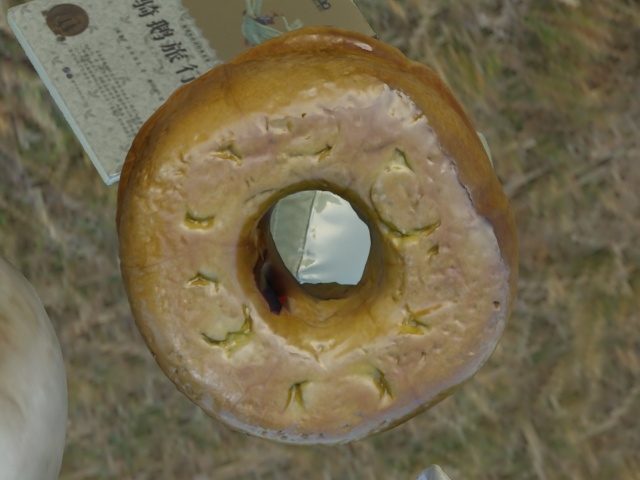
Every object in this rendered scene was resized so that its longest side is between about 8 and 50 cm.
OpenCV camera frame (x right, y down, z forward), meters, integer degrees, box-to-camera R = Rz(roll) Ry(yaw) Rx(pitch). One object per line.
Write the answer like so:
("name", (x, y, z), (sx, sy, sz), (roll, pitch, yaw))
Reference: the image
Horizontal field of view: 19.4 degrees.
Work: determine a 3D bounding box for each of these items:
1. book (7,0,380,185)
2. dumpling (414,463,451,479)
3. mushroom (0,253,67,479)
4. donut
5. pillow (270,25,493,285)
("book", (-0.110, -0.185, 1.772), (0.310, 0.217, 0.021), (-22, 152, -23))
("dumpling", (0.110, 0.214, 1.137), (0.124, 0.151, 0.229), (-41, 145, -20))
("mushroom", (-0.259, 0.046, 0.801), (0.298, 0.297, 0.290), (-10, 123, -12))
("donut", (-0.001, 0.002, 1.011), (0.227, 0.114, 0.226), (-1, 102, -3))
("pillow", (0.058, -0.023, 1.656), (0.120, 0.255, 0.322), (-3, 161, 31))
